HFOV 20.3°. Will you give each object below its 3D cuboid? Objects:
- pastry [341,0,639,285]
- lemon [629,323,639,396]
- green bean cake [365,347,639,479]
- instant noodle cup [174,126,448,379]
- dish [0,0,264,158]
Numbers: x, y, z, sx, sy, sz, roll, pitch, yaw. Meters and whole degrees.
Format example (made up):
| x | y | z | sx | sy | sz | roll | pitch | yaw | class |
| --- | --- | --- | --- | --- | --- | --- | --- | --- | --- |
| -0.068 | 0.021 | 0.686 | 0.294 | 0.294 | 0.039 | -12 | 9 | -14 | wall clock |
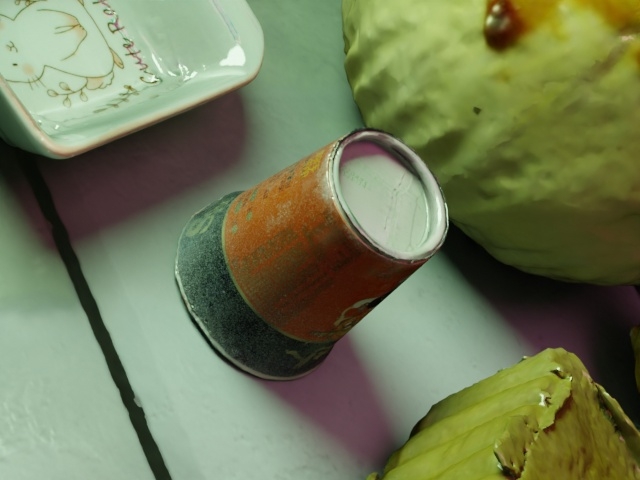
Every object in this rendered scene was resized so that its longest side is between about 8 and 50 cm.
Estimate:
| x | y | z | sx | sy | sz | roll | pitch | yaw | class |
| --- | --- | --- | --- | --- | --- | --- | --- | --- | --- |
| 0.203 | -0.166 | 1.230 | 0.388 | 0.313 | 0.388 | 23 | 53 | -33 | pastry |
| 0.312 | 0.098 | 1.253 | 0.203 | 0.178 | 0.178 | 19 | 47 | 0 | lemon |
| 0.128 | 0.198 | 1.026 | 0.224 | 0.131 | 0.229 | 57 | 28 | -9 | green bean cake |
| 0.001 | 0.002 | 1.063 | 0.127 | 0.136 | 0.127 | 22 | 51 | -30 | instant noodle cup |
| -0.136 | -0.129 | 1.082 | 0.234 | 0.064 | 0.154 | -28 | 83 | -47 | dish |
